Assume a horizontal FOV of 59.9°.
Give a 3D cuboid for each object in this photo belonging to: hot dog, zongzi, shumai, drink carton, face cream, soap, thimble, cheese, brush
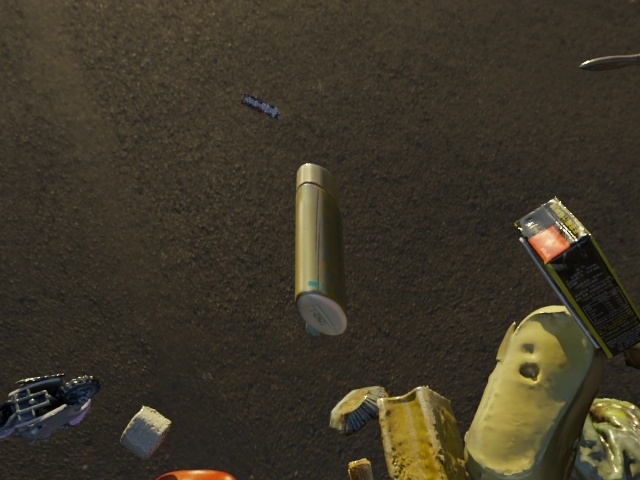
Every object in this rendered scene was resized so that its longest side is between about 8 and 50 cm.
[{"bbox_3d":[0.100,0.457,1.483,0.163,0.270,0.082,-37,84,-17],"label":"hot dog"},{"bbox_3d":[0.416,0.134,0.712,0.040,0.083,0.076,-21,94,1],"label":"zongzi"},{"bbox_3d":[0.472,0.426,1.069,0.263,0.309,0.304,22,78,-6],"label":"shumai"},{"bbox_3d":[0.256,0.040,0.546,0.056,0.166,0.071,-38,30,14],"label":"drink carton"},{"bbox_3d":[0.000,0.000,0.907,0.067,0.139,0.285,-12,52,15],"label":"face cream"},{"bbox_3d":[0.266,0.550,1.294,0.169,0.304,0.338,-24,51,22],"label":"soap"},{"bbox_3d":[-0.445,0.488,1.412,0.090,0.102,0.115,33,97,5],"label":"thimble"},{"bbox_3d":[0.299,0.239,0.755,0.128,0.316,0.259,30,79,33],"label":"cheese"},{"bbox_3d":[0.528,-0.295,0.904,0.196,0.070,0.021,-2,63,23],"label":"brush"}]

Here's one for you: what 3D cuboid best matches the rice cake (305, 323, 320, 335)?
[{"bbox_3d":[0.010,0.081,1.167,0.043,0.127,0.237,10,39,3],"label":"rice cake"}]

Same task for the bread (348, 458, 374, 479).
[{"bbox_3d":[0.132,0.738,1.694,0.074,0.053,0.132,-6,68,-30],"label":"bread"}]

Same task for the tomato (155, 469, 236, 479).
[{"bbox_3d":[-0.329,0.756,1.423,0.293,0.290,0.325,-13,75,-3],"label":"tomato"}]

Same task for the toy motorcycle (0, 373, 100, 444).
[{"bbox_3d":[-0.564,0.356,1.116,0.239,0.204,0.108,-3,57,-18],"label":"toy motorcycle"}]

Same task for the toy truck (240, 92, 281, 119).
[{"bbox_3d":[-0.116,-0.262,1.091,0.083,0.032,0.024,22,90,-14],"label":"toy truck"}]
